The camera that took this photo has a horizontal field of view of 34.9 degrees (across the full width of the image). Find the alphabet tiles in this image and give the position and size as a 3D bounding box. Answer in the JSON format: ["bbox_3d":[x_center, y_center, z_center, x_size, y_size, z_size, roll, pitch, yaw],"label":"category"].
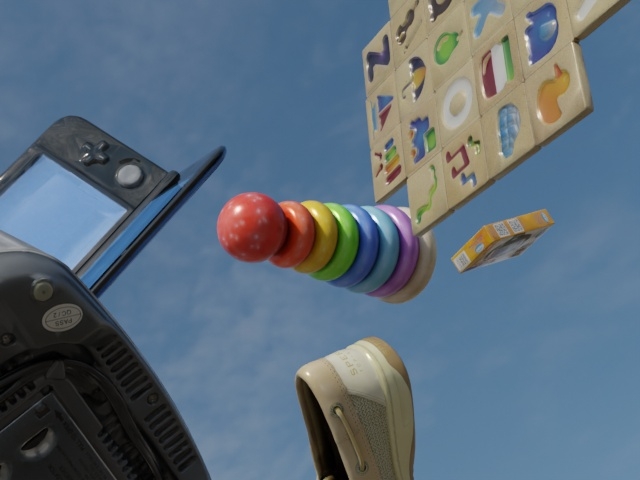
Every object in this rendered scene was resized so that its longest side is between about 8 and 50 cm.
[{"bbox_3d":[0.126,-0.176,0.846,0.011,0.285,0.342,9,-27,-26],"label":"alphabet tiles"}]

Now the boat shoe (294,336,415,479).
[{"bbox_3d":[0.033,0.239,0.912,0.098,0.109,0.302,-16,-71,-28],"label":"boat shoe"}]

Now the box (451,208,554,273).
[{"bbox_3d":[0.244,-0.001,1.327,0.136,0.028,0.081,-12,-25,-35],"label":"box"}]

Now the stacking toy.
[{"bbox_3d":[0.000,0.000,1.363,0.330,0.141,0.141,11,-52,-40],"label":"stacking toy"}]

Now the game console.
[{"bbox_3d":[-0.265,-0.011,0.996,0.293,0.250,0.173,-51,-17,-24],"label":"game console"}]

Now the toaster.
[{"bbox_3d":[-0.140,0.090,0.454,0.129,0.146,0.227,-39,-57,-18],"label":"toaster"}]
